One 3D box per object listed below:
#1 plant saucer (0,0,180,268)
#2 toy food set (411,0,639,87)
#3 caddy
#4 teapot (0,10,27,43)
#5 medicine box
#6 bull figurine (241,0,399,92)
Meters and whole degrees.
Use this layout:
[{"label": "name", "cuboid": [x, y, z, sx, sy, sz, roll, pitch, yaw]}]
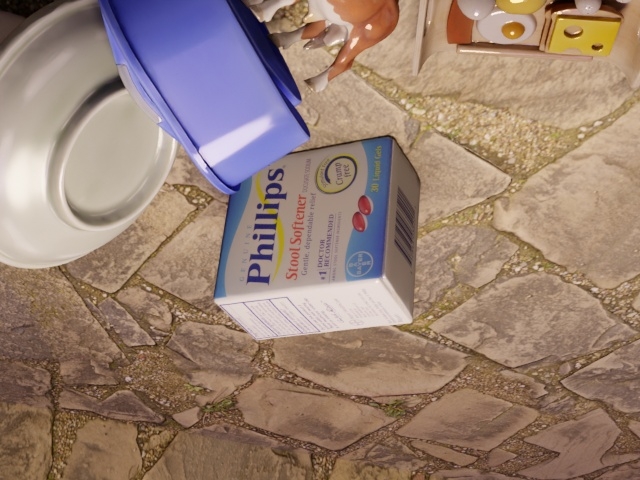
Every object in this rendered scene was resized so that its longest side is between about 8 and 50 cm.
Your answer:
[{"label": "plant saucer", "cuboid": [-0.295, -0.126, 1.400, 0.100, 0.400, 0.400, 29, 161, 27]}, {"label": "toy food set", "cuboid": [0.275, -0.274, 1.329, 0.306, 0.092, 0.220, 5, 151, 3]}, {"label": "caddy", "cuboid": [-0.156, -0.219, 1.294, 0.179, 0.241, 0.341, -27, 121, 8]}, {"label": "teapot", "cuboid": [-0.423, -0.222, 1.470, 0.256, 0.187, 0.253, 19, 131, 22]}, {"label": "medicine box", "cuboid": [0.000, 0.000, 1.692, 0.289, 0.264, 0.149, -8, 147, 23]}, {"label": "bull figurine", "cuboid": [0.003, -0.312, 1.251, 0.188, 0.101, 0.310, -40, 147, 3]}]
